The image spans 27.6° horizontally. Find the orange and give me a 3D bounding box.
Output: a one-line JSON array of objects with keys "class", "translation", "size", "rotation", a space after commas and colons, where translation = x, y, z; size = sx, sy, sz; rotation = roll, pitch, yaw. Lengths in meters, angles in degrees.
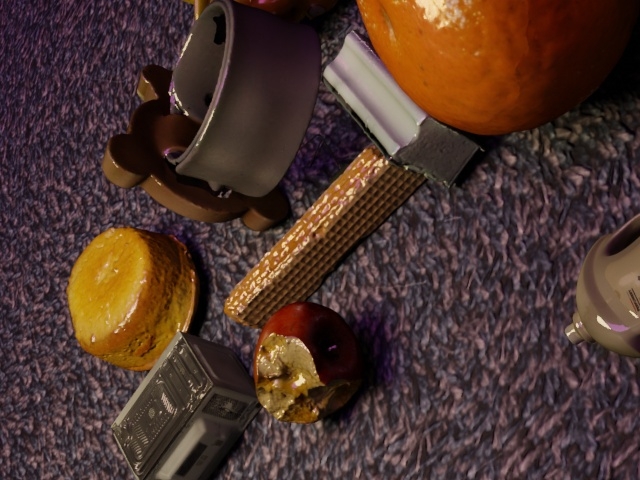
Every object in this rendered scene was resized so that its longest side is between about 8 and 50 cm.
[{"class": "orange", "translation": [0.218, -0.346, 1.658], "size": [0.326, 0.424, 0.424], "rotation": [-25, 46, -7]}]

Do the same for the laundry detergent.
[{"class": "laundry detergent", "translation": [0.390, 0.045, 1.519], "size": [0.253, 0.091, 0.181], "rotation": [-38, 47, 30]}]

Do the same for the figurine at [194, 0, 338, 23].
[{"class": "figurine", "translation": [-0.084, -0.416, 2.151], "size": [0.215, 0.228, 0.215], "rotation": [-158, 90, -88]}]

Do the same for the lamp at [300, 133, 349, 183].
[{"class": "lamp", "translation": [0.017, -0.122, 2.039], "size": [0.054, 0.041, 0.121], "rotation": [-54, 45, 3]}]

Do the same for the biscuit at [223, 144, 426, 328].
[{"class": "biscuit", "translation": [0.000, 0.000, 1.954], "size": [0.379, 0.094, 0.054], "rotation": [-46, 45, 23]}]

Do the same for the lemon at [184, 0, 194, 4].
[{"class": "lemon", "translation": [-0.188, -0.546, 2.300], "size": [0.288, 0.233, 0.233], "rotation": [-56, 42, 4]}]

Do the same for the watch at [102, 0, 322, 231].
[{"class": "watch", "translation": [-0.143, -0.226, 2.030], "size": [0.327, 0.314, 0.335], "rotation": [-53, 30, 37]}]

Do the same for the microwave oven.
[{"class": "microwave oven", "translation": [-0.211, 0.272, 2.033], "size": [0.208, 0.122, 0.162], "rotation": [-54, 42, 14]}]

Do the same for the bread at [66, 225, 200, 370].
[{"class": "bread", "translation": [-0.318, 0.094, 2.213], "size": [0.268, 0.145, 0.268], "rotation": [-21, 56, 36]}]

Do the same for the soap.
[{"class": "soap", "translation": [0.118, -0.189, 1.870], "size": [0.094, 0.150, 0.261], "rotation": [-55, 43, 18]}]

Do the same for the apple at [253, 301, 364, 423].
[{"class": "apple", "translation": [-0.024, 0.174, 1.859], "size": [0.158, 0.156, 0.147], "rotation": [-41, 30, 41]}]
